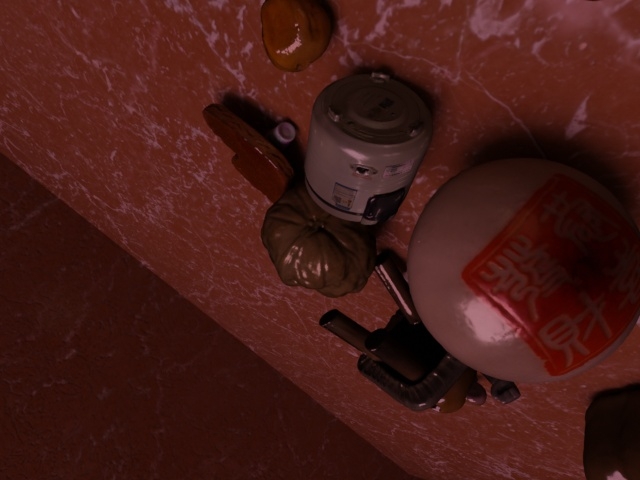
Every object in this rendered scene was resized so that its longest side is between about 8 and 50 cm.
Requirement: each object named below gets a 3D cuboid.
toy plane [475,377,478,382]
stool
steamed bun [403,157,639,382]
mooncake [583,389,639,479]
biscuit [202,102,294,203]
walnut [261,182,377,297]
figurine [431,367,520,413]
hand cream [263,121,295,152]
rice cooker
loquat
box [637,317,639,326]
[{"bbox_3d":[0.419,0.469,1.440,0.271,0.105,0.254,21,161,12],"label":"toy plane"},{"bbox_3d":[0.207,0.200,1.026,0.226,0.310,0.310,52,161,-21],"label":"stool"},{"bbox_3d":[0.336,0.042,0.657,0.374,0.374,0.241,37,169,-6],"label":"steamed bun"},{"bbox_3d":[0.900,0.579,1.002,0.466,0.262,0.467,25,149,17],"label":"mooncake"},{"bbox_3d":[-0.173,-0.213,1.049,0.262,0.052,0.277,39,164,6],"label":"biscuit"},{"bbox_3d":[0.002,0.001,1.011,0.281,0.254,0.277,10,168,17],"label":"walnut"},{"bbox_3d":[0.352,0.322,1.117,0.342,0.285,0.167,-5,134,48],"label":"figurine"},{"bbox_3d":[-0.115,-0.237,1.009,0.076,0.047,0.174,42,157,-15],"label":"hand cream"},{"bbox_3d":[0.083,-0.160,0.769,0.226,0.226,0.244,28,145,9],"label":"rice cooker"},{"bbox_3d":[-0.049,-0.363,0.709,0.137,0.113,0.137,37,144,34],"label":"loquat"},{"bbox_3d":[0.740,0.187,0.812,0.285,0.044,0.142,40,146,-10],"label":"box"}]
